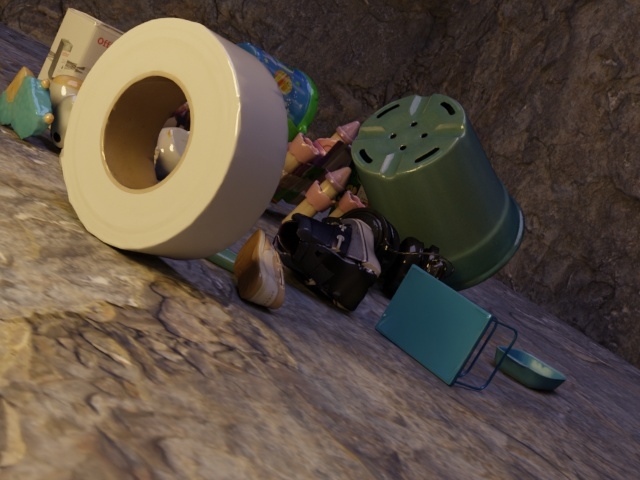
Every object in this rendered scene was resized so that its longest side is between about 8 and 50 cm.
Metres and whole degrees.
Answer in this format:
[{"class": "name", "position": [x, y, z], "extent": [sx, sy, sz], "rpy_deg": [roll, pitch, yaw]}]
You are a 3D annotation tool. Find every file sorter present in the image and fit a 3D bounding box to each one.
[{"class": "file sorter", "position": [0.195, 0.137, 1.317], "extent": [0.104, 0.118, 0.170], "rpy_deg": [26, 6, -46]}]

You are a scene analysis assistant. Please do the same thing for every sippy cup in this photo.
[{"class": "sippy cup", "position": [-0.160, -0.376, 2.172], "extent": [0.305, 0.240, 0.224], "rpy_deg": [11, -14, 38]}]

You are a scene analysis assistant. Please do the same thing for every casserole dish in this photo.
[{"class": "casserole dish", "position": [0.389, 0.242, 1.606], "extent": [0.114, 0.037, 0.188], "rpy_deg": [33, 10, 33]}]

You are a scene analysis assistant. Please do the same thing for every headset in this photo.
[{"class": "headset", "position": [0.124, 0.057, 1.698], "extent": [0.243, 0.185, 0.394], "rpy_deg": [29, -9, -24]}]

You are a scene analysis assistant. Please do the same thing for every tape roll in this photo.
[{"class": "tape roll", "position": [-0.182, -0.120, 1.047], "extent": [0.286, 0.286, 0.100], "rpy_deg": [33, 9, 32]}]

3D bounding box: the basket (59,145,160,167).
[{"class": "basket", "position": [-0.319, -0.129, 1.303], "extent": [0.113, 0.103, 0.167], "rpy_deg": [23, 10, -28]}]

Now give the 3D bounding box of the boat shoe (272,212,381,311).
[{"class": "boat shoe", "position": [0.000, 0.000, 1.472], "extent": [0.158, 0.127, 0.340], "rpy_deg": [34, 7, -12]}]

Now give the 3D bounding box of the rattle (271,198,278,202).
[{"class": "rattle", "position": [-0.213, -0.156, 2.182], "extent": [0.130, 0.143, 0.199], "rpy_deg": [7, 14, 42]}]

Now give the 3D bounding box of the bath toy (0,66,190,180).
[{"class": "bath toy", "position": [-0.368, -0.186, 1.483], "extent": [0.348, 0.129, 0.151], "rpy_deg": [18, 56, -43]}]

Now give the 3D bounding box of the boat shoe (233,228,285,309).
[{"class": "boat shoe", "position": [-0.078, 0.043, 1.166], "extent": [0.059, 0.063, 0.170], "rpy_deg": [35, 20, -20]}]

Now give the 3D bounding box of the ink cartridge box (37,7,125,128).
[{"class": "ink cartridge box", "position": [-0.443, -0.308, 1.634], "extent": [0.092, 0.218, 0.158], "rpy_deg": [31, 8, 26]}]

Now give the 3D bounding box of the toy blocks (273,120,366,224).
[{"class": "toy blocks", "position": [-0.018, -0.198, 1.965], "extent": [0.309, 0.260, 0.288], "rpy_deg": [50, 14, 15]}]

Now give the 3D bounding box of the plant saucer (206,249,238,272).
[{"class": "plant saucer", "position": [-0.142, 0.024, 1.238], "extent": [0.192, 0.018, 0.067], "rpy_deg": [28, 7, -4]}]

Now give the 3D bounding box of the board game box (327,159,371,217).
[{"class": "board game box", "position": [0.105, -0.095, 2.174], "extent": [0.136, 0.260, 0.030], "rpy_deg": [30, 45, 8]}]

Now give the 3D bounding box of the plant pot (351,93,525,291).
[{"class": "plant pot", "position": [0.241, -0.116, 1.875], "extent": [0.341, 0.341, 0.334], "rpy_deg": [36, -18, 46]}]

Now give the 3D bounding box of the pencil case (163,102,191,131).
[{"class": "pencil case", "position": [-0.461, -0.369, 2.135], "extent": [0.410, 0.183, 0.160], "rpy_deg": [26, 7, -23]}]
